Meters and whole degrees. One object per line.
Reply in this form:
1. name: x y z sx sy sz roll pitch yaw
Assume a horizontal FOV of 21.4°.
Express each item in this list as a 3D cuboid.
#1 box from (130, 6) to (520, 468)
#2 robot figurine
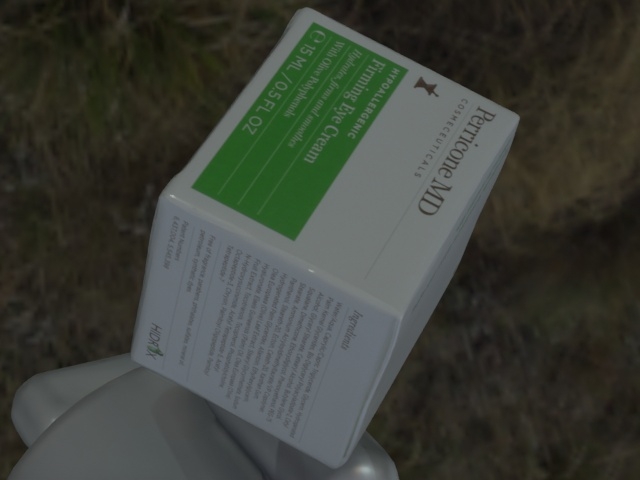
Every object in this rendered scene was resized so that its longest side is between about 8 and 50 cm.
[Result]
1. box: 0.000 0.000 0.575 0.087 0.101 0.102 28 144 7
2. robot figurine: -0.028 0.188 0.796 0.200 0.353 0.300 -15 130 -29
